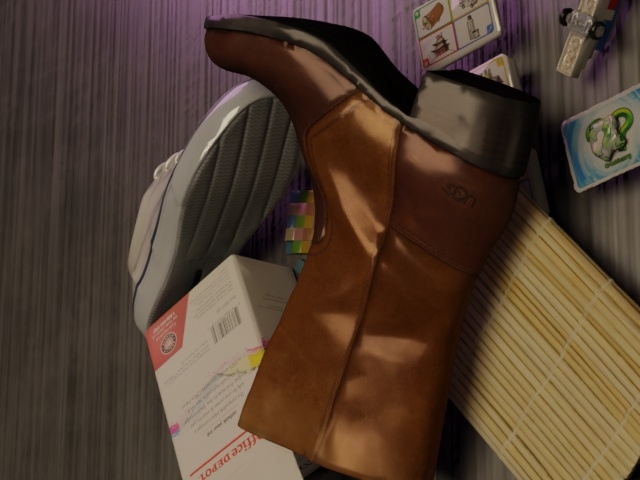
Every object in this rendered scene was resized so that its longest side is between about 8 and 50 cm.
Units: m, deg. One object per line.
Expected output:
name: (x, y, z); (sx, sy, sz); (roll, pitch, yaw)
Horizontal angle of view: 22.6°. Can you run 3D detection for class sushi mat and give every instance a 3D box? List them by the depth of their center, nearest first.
sushi mat: (0.115, 0.045, 1.061); (0.316, 0.019, 0.151); (50, 127, 41)

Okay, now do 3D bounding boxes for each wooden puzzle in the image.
wooden puzzle: (-0.007, -0.015, 1.226); (0.049, 0.006, 0.083); (0, 80, 46)

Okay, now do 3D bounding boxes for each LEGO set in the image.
LEGO set: (0.173, -0.117, 1.056); (0.244, 0.060, 0.183); (-27, 68, 46)

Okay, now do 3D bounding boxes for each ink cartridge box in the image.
ink cartridge box: (-0.052, 0.125, 1.193); (0.115, 0.067, 0.198); (-40, 52, 32)

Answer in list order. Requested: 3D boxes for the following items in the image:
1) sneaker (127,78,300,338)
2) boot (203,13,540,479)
sneaker: (-0.097, -0.033, 1.235); (0.258, 0.094, 0.091); (-60, 44, 34)
boot: (0.000, 0.000, 1.090); (0.264, 0.096, 0.280); (22, 106, 21)
